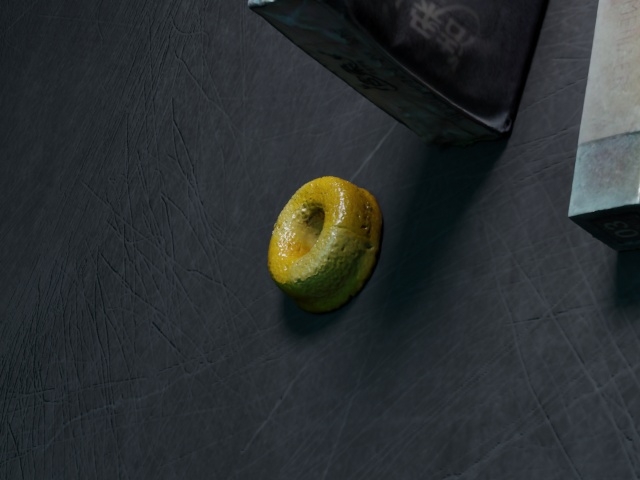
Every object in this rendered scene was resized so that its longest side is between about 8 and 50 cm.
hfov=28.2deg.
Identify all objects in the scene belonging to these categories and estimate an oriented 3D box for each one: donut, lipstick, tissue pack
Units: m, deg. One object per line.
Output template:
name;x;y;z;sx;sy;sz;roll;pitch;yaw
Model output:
donut;0.000;0.000;1.363;0.152;0.058;0.152;-31;42;33
lipstick;0.292;-0.176;1.116;0.076;0.079;0.371;-12;56;47
tissue pack;0.112;-0.330;1.260;0.124;0.288;0.394;-1;65;49
